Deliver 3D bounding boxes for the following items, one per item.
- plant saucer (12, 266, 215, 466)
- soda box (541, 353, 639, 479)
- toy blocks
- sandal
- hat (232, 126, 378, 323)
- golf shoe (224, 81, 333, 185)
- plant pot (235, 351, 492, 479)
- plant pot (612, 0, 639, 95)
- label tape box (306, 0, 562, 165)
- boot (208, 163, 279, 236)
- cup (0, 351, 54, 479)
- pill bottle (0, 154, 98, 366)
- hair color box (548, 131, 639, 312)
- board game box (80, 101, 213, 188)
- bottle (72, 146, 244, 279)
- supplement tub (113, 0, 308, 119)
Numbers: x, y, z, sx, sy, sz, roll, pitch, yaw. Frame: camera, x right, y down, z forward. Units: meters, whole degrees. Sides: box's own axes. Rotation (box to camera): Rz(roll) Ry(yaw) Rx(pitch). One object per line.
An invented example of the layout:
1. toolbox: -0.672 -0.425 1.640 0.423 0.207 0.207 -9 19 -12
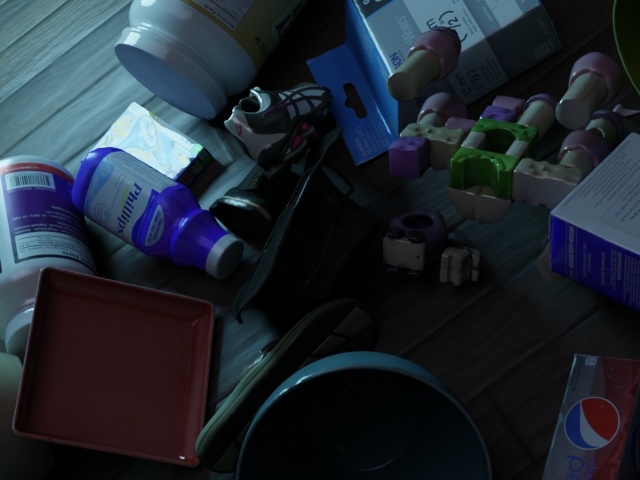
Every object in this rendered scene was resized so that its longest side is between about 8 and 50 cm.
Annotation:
1. plant saucer: -0.285 0.182 1.863 0.048 0.258 0.259 127 152 -54
2. soda box: 0.314 0.267 1.534 0.092 0.083 0.263 5 63 32
3. toy blocks: 0.252 -0.126 1.774 0.288 0.309 0.260 12 33 22
4. sandal: -0.058 0.181 1.783 0.303 0.120 0.086 -42 36 -1
5. hat: 0.000 0.000 1.817 0.134 0.331 0.331 26 70 -4
6. golf shoe: -0.058 -0.189 1.955 0.105 0.120 0.273 -49 10 23
7. plant pot: 0.049 0.252 1.598 0.290 0.290 0.195 -31 13 8
8. plant pot: 0.569 -0.287 1.666 0.293 0.275 0.275 -34 47 -17
9. label tape box: 0.145 -0.303 1.983 0.347 0.115 0.249 -29 50 8
10. boot: -0.084 -0.080 1.948 0.137 0.077 0.198 -48 20 -12
11. cup: -0.511 0.279 1.872 0.237 0.331 0.331 -18 47 -16
12. pill bottle: -0.438 0.035 2.042 0.181 0.181 0.323 -28 51 10
13. hair color box: 0.457 0.016 1.550 0.339 0.110 0.185 27 54 34
14. board game box: -0.282 -0.130 2.157 0.201 0.035 0.136 32 79 39
15. bottle: -0.243 -0.036 2.007 0.283 0.092 0.118 31 112 23
16. supplement tub: -0.161 -0.373 2.123 0.228 0.228 0.316 23 73 38
